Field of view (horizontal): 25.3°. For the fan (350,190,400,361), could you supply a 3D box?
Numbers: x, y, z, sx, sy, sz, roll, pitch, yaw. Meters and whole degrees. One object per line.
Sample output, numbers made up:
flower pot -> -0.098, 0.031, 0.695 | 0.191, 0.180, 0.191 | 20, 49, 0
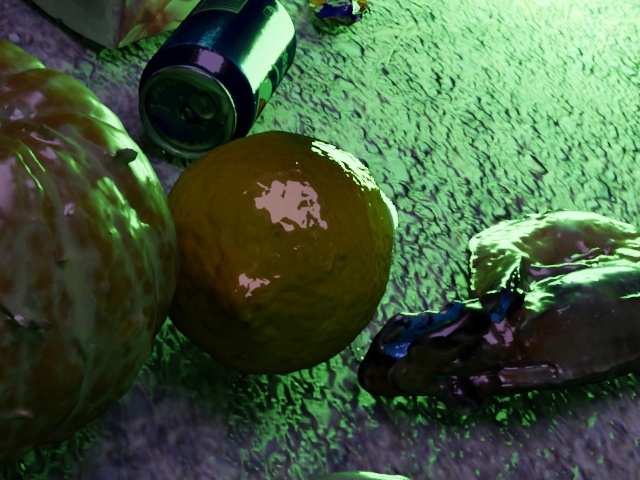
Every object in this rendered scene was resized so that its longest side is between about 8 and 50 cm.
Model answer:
fan -> 0.000, -0.001, 1.299 | 0.190, 0.009, 0.329 | 8, 35, -20

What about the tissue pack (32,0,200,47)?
tissue pack -> -0.194, -0.319, 1.545 | 0.209, 0.137, 0.269 | 36, 39, 22

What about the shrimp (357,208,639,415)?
shrimp -> 0.200, 0.050, 1.260 | 0.221, 0.110, 0.445 | 35, 32, 31

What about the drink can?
drink can -> -0.100, -0.164, 1.384 | 0.118, 0.118, 0.205 | 23, 34, 3

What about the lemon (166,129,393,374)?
lemon -> -0.036, 0.008, 1.102 | 0.188, 0.188, 0.257 | 21, 16, 0

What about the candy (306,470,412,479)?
candy -> 0.033, 0.268, 0.775 | 0.295, 0.185, 0.296 | 7, 50, -8

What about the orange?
orange -> -0.255, -0.004, 0.950 | 0.329, 0.249, 0.329 | 20, 36, -15

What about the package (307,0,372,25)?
package -> 0.024, -0.275, 1.689 | 0.077, 0.033, 0.111 | -6, 21, 1
